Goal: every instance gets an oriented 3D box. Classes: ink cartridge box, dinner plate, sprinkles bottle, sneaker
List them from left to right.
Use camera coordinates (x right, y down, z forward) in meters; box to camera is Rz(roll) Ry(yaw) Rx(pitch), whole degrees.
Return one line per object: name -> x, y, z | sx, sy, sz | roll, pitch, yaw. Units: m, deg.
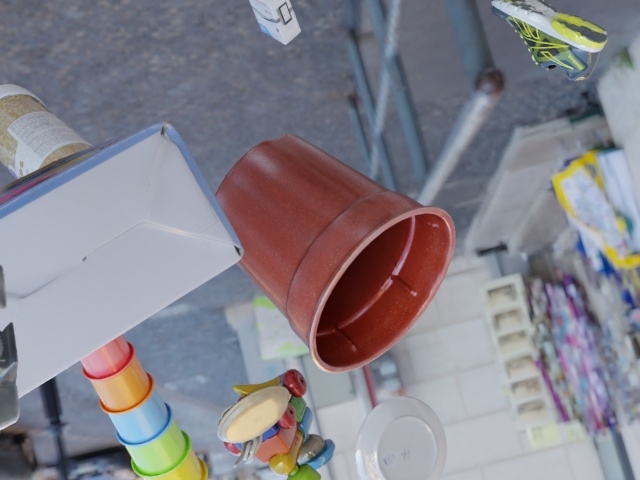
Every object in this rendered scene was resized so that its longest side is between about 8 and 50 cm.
ink cartridge box -> -0.292, 0.028, 1.130 | 0.270, 0.151, 0.395 | -33, -169, -28
sprinkles bottle -> -0.417, -0.128, 1.794 | 0.121, 0.121, 0.355 | -5, -153, -37
ink cartridge box -> -0.058, -0.277, 1.386 | 0.028, 0.048, 0.083 | -43, 141, -16
dinner plate -> 0.107, 0.269, 1.493 | 0.141, 0.141, 0.017 | -8, 180, -29
sneaker -> 0.133, -0.122, 0.708 | 0.031, 0.083, 0.035 | -15, 128, -37

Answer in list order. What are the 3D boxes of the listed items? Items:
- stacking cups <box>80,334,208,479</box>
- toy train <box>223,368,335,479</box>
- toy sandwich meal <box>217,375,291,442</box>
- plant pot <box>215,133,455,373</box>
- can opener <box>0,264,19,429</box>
stacking cups -> -0.247, 0.225, 1.608 | 0.096, 0.096, 0.316 | -15, 124, 5
toy train -> -0.054, 0.294, 1.595 | 0.105, 0.143, 0.248 | -31, -166, 19
toy sandwich meal -> -0.064, 0.155, 1.097 | 0.085, 0.029, 0.085 | -27, 148, -19
plant pot -> 0.000, 0.000, 1.651 | 0.272, 0.265, 0.272 | -33, 145, -28
can opener -> -0.226, 0.015, 0.684 | 0.076, 0.283, 0.095 | -1, 135, -21
